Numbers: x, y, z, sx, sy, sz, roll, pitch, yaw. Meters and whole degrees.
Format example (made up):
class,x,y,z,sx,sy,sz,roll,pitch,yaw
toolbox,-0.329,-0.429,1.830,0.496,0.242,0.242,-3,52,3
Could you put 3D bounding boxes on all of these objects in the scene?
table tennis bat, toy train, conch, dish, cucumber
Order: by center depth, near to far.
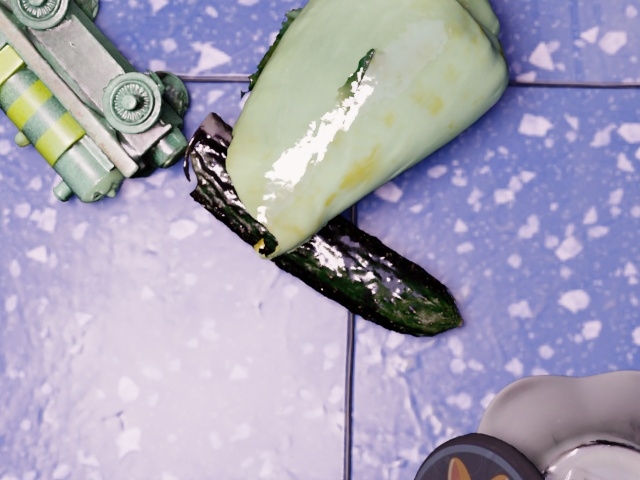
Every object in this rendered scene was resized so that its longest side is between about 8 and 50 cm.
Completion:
class,x,y,z,sx,sy,sz,roll,pitch,yaw
table tennis bat,0.114,0.255,1.219,0.150,0.027,0.236,15,103,46
dish,0.202,0.199,1.227,0.229,0.081,0.229,0,84,3
conch,0.024,-0.112,1.240,0.250,0.137,0.143,-33,100,-2
cucumber,-0.002,0.002,1.268,0.245,0.067,0.067,37,87,5
toy train,-0.194,-0.117,1.287,0.132,0.083,0.200,-42,83,9
